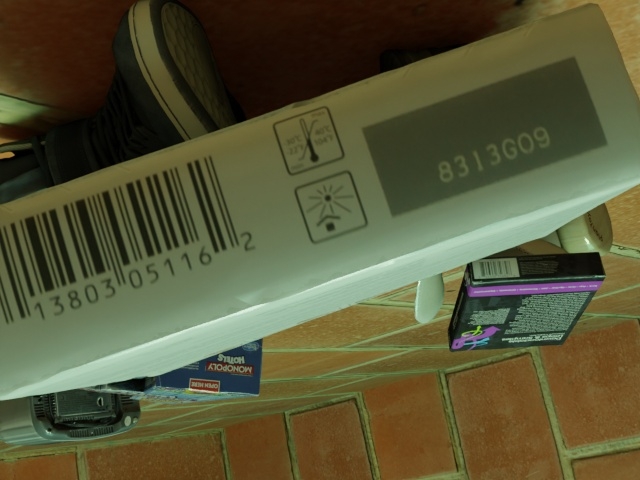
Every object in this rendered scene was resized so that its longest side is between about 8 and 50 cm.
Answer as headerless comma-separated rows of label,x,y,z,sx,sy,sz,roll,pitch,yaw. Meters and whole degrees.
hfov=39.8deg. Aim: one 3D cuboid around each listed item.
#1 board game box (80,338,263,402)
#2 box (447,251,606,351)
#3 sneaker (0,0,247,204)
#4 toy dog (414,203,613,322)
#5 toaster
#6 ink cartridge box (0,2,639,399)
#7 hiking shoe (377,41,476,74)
board game box,-0.179,0.129,0.898,0.194,0.060,0.194,8,163,-18
box,0.185,0.061,0.823,0.116,0.029,0.162,-3,150,-2
sneaker,-0.127,-0.053,0.514,0.163,0.086,0.226,-14,166,1
toy dog,0.176,0.029,0.904,0.334,0.161,0.220,-2,162,-32
toaster,-0.403,0.252,1.368,0.146,0.129,0.227,-21,164,39
ink cartridge box,0.000,0.000,0.561,0.308,0.091,0.385,-20,175,1
hiking shoe,0.111,-0.070,0.631,0.114,0.086,0.227,-10,165,9
